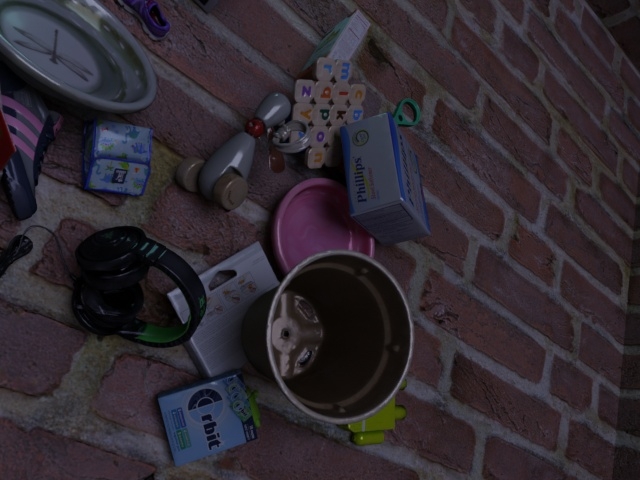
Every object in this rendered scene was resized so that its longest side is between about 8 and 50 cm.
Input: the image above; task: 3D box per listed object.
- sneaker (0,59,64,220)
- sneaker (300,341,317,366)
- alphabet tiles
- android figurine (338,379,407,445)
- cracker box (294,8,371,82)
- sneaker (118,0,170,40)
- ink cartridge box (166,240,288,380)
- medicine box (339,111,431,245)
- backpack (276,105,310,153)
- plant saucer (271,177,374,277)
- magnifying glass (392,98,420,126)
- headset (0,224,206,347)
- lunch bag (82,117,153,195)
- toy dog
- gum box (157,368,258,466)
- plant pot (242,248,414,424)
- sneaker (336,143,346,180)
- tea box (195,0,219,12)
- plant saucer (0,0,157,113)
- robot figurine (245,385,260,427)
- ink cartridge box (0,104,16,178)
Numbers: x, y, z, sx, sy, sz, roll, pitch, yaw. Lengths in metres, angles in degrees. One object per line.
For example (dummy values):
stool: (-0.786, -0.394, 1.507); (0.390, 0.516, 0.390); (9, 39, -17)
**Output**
sneaker: (-0.565, -0.200, 1.029); (0.131, 0.112, 0.319); (-9, 88, -35)
sneaker: (0.030, 0.264, 1.396); (0.270, 0.090, 0.145); (-29, 101, -34)
alphabet tiles: (0.020, -0.336, 1.401); (0.277, 0.021, 0.284); (-14, 117, -45)
android figurine: (0.131, 0.439, 1.459); (0.272, 0.056, 0.249); (9, 77, -36)
cracker box: (0.035, -0.538, 1.509); (0.067, 0.155, 0.232); (41, 60, -23)
sneaker: (-0.413, -0.558, 1.234); (0.170, 0.071, 0.068); (48, 57, -19)
ink cartridge box: (-0.209, 0.168, 1.257); (0.275, 0.060, 0.239); (-32, 100, -35)
medicine box: (0.182, -0.158, 1.453); (0.289, 0.149, 0.264); (35, 45, -60)
backpack: (-0.067, -0.299, 1.429); (0.101, 0.098, 0.120); (3, 91, -32)
plant saucer: (0.000, 0.000, 1.428); (0.331, 0.084, 0.333); (7, 78, -35)
magnifying glass: (0.255, -0.398, 1.728); (0.231, 0.026, 0.092); (-37, 104, -34)
headset: (-0.421, 0.091, 1.012); (0.393, 0.244, 0.185); (24, 36, 0)
lunch bag: (-0.440, -0.177, 1.135); (0.128, 0.096, 0.151); (5, 93, -38)
toy dog: (-0.178, -0.191, 1.279); (0.333, 0.161, 0.220); (-33, 61, -7)
gum box: (-0.245, 0.386, 1.154); (0.184, 0.041, 0.157); (-14, 95, -15)
plant pot: (-0.022, 0.204, 1.147); (0.333, 0.305, 0.334); (5, 79, -28)
sneaker: (0.056, -0.235, 1.538); (0.067, 0.064, 0.175); (-22, 90, -17)
tea box: (-0.281, -0.821, 1.287); (0.329, 0.220, 0.324); (39, 61, -25)
plant saucer: (-0.521, -0.389, 1.045); (0.400, 0.100, 0.401); (41, 27, -26)
robot figurine: (-0.183, 0.390, 1.229); (0.101, 0.067, 0.115); (-26, 97, -42)
ink cartridge box: (-0.621, -0.250, 0.903); (0.066, 0.261, 0.297); (-19, 93, -37)
